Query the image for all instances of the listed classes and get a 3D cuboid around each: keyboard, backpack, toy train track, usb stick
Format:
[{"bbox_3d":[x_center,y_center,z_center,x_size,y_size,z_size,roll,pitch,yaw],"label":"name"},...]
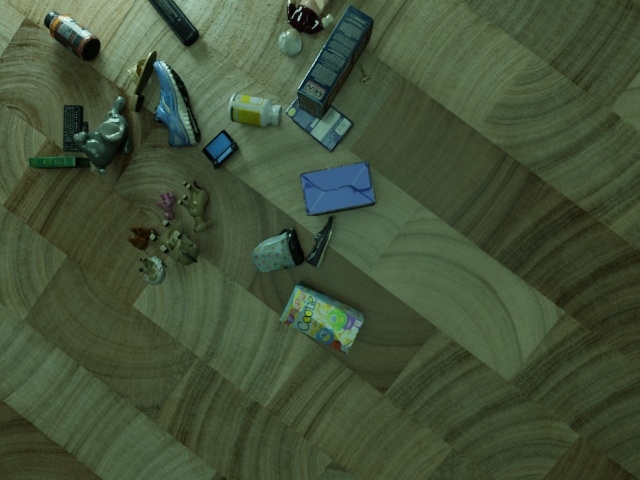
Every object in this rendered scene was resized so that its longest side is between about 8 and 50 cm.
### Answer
[{"bbox_3d":[-0.958,-0.437,1.905,0.108,0.023,0.181,3,95,5],"label":"keyboard"},{"bbox_3d":[-0.165,0.045,1.823,0.181,0.115,0.152,-16,95,8],"label":"backpack"},{"bbox_3d":[0.159,-0.616,1.802,0.048,0.014,0.084,-19,86,13],"label":"toy train track"},{"bbox_3d":[-0.564,-0.857,1.832,0.077,0.045,0.278,-39,90,13],"label":"usb stick"}]

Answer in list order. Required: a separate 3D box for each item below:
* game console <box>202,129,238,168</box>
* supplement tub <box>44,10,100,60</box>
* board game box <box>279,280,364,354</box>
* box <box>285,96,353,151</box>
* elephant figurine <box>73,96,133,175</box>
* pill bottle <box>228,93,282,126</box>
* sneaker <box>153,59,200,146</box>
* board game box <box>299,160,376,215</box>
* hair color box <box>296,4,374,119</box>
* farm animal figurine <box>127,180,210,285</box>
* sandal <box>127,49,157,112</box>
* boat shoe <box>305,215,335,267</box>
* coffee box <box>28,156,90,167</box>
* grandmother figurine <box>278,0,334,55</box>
[{"bbox_3d":[-0.380,-0.344,1.839,0.122,0.107,0.071,-43,118,7],"label":"game console"},{"bbox_3d":[-0.940,-0.777,1.839,0.197,0.106,0.106,37,96,1],"label":"supplement tub"},{"bbox_3d":[0.009,0.283,1.809,0.275,0.144,0.142,27,96,3],"label":"board game box"},{"bbox_3d":[-0.004,-0.452,1.814,0.225,0.036,0.136,40,96,1],"label":"box"},{"bbox_3d":[-0.786,-0.399,1.837,0.239,0.169,0.186,-37,119,-9],"label":"elephant figurine"},{"bbox_3d":[-0.239,-0.476,1.800,0.183,0.103,0.103,12,95,4],"label":"pill bottle"},{"bbox_3d":[-0.567,-0.505,1.814,0.147,0.130,0.331,-16,92,3],"label":"sneaker"},{"bbox_3d":[0.067,-0.173,1.699,0.231,0.291,0.141,-10,92,5],"label":"board game box"},{"bbox_3d":[0.051,-0.616,1.710,0.105,0.174,0.348,31,88,2],"label":"hair color box"},{"bbox_3d":[-0.528,-0.023,1.816,0.330,0.172,0.327,-37,49,6],"label":"farm animal figurine"},{"bbox_3d":[-0.696,-0.613,1.838,0.079,0.088,0.240,20,100,-3],"label":"sandal"},{"bbox_3d":[0.000,0.000,1.826,0.064,0.075,0.206,19,100,0],"label":"boat shoe"},{"bbox_3d":[-1.001,-0.298,1.874,0.183,0.113,0.041,-1,97,4],"label":"coffee box"},{"bbox_3d":[-0.039,-0.828,1.768,0.207,0.104,0.343,39,100,29],"label":"grandmother figurine"}]
